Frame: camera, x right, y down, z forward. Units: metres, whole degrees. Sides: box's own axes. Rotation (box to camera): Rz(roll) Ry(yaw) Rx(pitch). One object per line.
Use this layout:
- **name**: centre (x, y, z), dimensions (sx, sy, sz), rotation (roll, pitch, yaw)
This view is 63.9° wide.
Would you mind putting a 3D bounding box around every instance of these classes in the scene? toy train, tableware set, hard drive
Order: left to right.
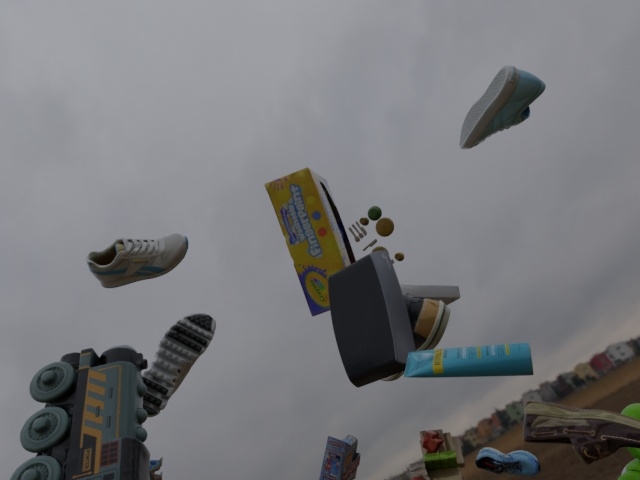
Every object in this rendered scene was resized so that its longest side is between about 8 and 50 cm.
- **toy train**: centre (-0.386, 0.325, 0.865), dimensions (0.190, 0.334, 0.142), rotation (-12, -46, -7)
- **hard drive**: centre (0.097, 0.159, 1.070), dimensions (0.172, 0.255, 0.054), rotation (-31, -33, 33)
- **tableware set**: centre (0.148, -0.005, 1.268), dimensions (0.104, 0.154, 0.024), rotation (-42, -21, 16)

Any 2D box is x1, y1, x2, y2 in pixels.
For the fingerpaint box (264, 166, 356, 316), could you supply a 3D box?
- **fingerpaint box**: centre (0.000, 0.000, 1.754), dimensions (0.163, 0.445, 0.371), rotation (-20, -3, 9)

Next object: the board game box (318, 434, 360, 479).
- **board game box**: centre (0.056, 0.609, 1.379), dimensions (0.194, 0.060, 0.194), rotation (-2, -80, -63)

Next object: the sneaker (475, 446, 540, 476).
- **sneaker**: centre (0.460, 0.560, 1.270), dimensions (0.162, 0.063, 0.073), rotation (-13, -7, 39)

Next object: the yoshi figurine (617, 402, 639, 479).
- **yoshi figurine**: centre (0.842, 0.580, 1.354), dimensions (0.362, 0.203, 0.204), rotation (-50, -27, -17)

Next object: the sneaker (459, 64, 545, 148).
- **sneaker**: centre (0.540, -0.368, 1.546), dimensions (0.150, 0.135, 0.366), rotation (17, -18, -3)

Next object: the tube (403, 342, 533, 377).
- **tube**: centre (0.247, 0.205, 0.867), dimensions (0.207, 0.052, 0.080), rotation (-8, 10, 19)

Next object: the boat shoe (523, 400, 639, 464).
- **boat shoe**: centre (0.641, 0.470, 1.215), dimensions (0.123, 0.123, 0.342), rotation (34, -25, -35)

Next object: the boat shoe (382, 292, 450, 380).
- **boat shoe**: centre (0.221, 0.286, 1.523), dimensions (0.500, 0.156, 0.187), rotation (110, -176, -61)

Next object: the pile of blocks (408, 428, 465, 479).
- **pile of blocks**: centre (0.276, 0.615, 1.275), dimensions (0.362, 0.148, 0.113), rotation (-56, -41, -44)

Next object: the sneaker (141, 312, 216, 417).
- **sneaker**: centre (-0.369, 0.308, 1.287), dimensions (0.292, 0.110, 0.118), rotation (-56, -4, -30)

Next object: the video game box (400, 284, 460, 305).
- **video game box**: centre (0.312, 0.189, 1.644), dimensions (0.205, 0.048, 0.187), rotation (3, -25, -15)

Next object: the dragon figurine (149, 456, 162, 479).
- **dragon figurine**: centre (-0.539, 0.684, 1.497), dimensions (0.144, 0.085, 0.289), rotation (0, -11, -14)

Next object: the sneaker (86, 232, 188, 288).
- **sneaker**: centre (-0.415, 0.035, 1.173), dimensions (0.228, 0.087, 0.092), rotation (-21, -41, -4)
